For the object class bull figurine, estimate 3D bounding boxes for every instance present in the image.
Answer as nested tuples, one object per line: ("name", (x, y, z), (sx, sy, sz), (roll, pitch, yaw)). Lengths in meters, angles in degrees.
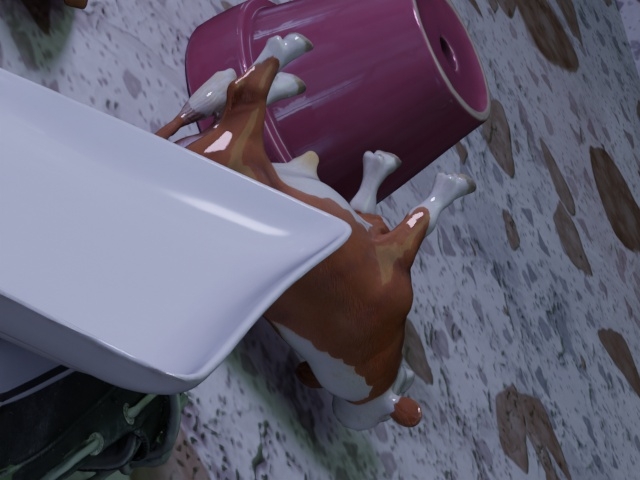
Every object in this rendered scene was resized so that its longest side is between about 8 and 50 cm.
("bull figurine", (0.000, 0.000, 1.402), (0.310, 0.101, 0.188), (40, 69, -37))

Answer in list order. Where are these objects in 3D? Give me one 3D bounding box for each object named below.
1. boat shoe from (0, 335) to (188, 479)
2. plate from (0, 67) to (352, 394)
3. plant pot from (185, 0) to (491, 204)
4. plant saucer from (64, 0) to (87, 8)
("boat shoe", (-0.124, 0.081, 1.074), (0.306, 0.113, 0.105), (-28, 101, -71))
("plate", (-0.147, -0.012, 1.032), (0.277, 0.045, 0.278), (25, 20, 9))
("plant pot", (0.024, -0.114, 1.542), (0.201, 0.180, 0.201), (50, 25, -34))
("plant saucer", (-0.165, -0.253, 1.312), (0.200, 0.037, 0.200), (-177, -90, -82))
